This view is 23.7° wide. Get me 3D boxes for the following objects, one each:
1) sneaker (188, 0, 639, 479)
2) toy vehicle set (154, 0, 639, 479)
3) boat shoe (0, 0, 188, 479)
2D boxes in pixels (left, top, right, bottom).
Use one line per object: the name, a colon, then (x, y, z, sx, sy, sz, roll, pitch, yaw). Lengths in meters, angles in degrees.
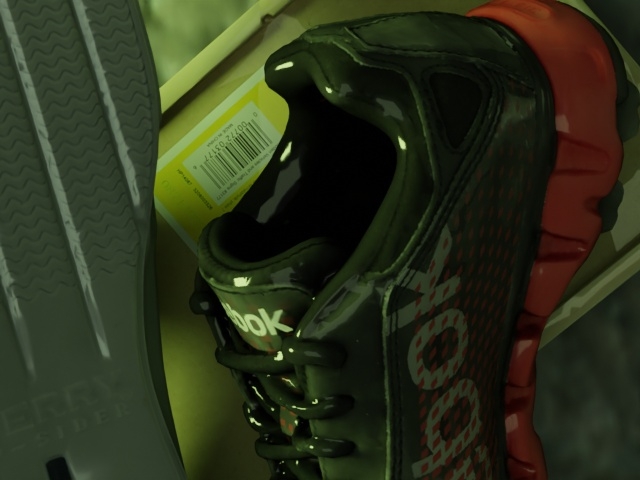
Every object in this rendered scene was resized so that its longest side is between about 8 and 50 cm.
sneaker: (0.015, 0.052, 0.494, 0.135, 0.098, 0.276, 4, 98, -35)
toy vehicle set: (0.000, 0.000, 0.583, 0.267, 0.035, 0.166, -39, 89, 11)
boat shoe: (-0.117, 0.021, 0.521, 0.121, 0.119, 0.335, -12, 97, -25)
